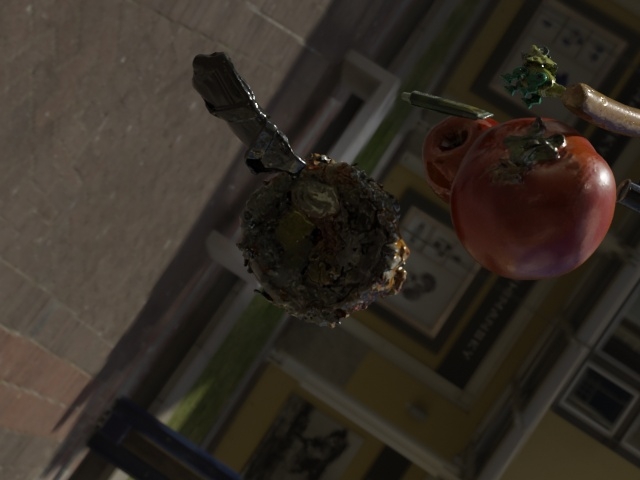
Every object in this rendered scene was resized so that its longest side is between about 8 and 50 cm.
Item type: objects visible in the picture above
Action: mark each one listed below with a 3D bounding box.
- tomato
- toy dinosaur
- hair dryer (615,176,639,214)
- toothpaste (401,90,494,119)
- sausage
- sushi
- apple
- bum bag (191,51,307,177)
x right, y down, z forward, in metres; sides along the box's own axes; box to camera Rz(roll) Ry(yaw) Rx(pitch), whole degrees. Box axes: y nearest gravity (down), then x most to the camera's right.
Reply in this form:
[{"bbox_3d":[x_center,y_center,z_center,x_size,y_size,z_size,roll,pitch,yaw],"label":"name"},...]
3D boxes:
[{"bbox_3d":[0.412,-0.070,1.790,0.321,0.321,0.321,-56,174,-10],"label":"tomato"},{"bbox_3d":[0.595,-0.419,2.472,0.153,0.259,0.094,-34,146,5],"label":"toy dinosaur"},{"bbox_3d":[0.860,-0.180,2.347,0.255,0.128,0.070,-63,-175,-10],"label":"hair dryer"},{"bbox_3d":[0.246,-0.267,1.823,0.049,0.204,0.031,-23,125,-46],"label":"toothpaste"},{"bbox_3d":[0.561,-0.247,1.780,0.301,0.066,0.065,10,120,-43],"label":"sausage"},{"bbox_3d":[-0.004,0.001,2.102,0.417,0.417,0.176,-58,164,11],"label":"sushi"},{"bbox_3d":[0.339,-0.178,2.073,0.218,0.218,0.201,-55,134,-13],"label":"apple"},{"bbox_3d":[-0.159,-0.245,1.890,0.142,0.326,0.079,-19,-155,46],"label":"bum bag"}]
